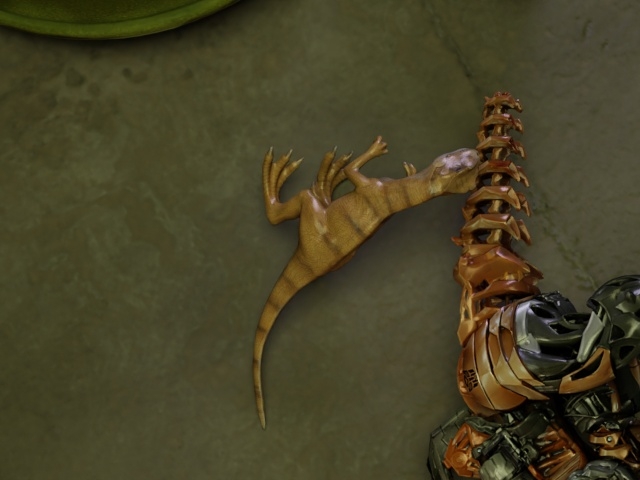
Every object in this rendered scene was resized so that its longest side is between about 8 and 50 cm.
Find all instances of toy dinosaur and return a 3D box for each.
[{"bbox_3d":[0.154,0.074,1.129,0.218,0.164,0.322,-19,101,15],"label":"toy dinosaur"},{"bbox_3d":[0.000,0.000,1.175,0.211,0.064,0.112,-44,46,20],"label":"toy dinosaur"}]

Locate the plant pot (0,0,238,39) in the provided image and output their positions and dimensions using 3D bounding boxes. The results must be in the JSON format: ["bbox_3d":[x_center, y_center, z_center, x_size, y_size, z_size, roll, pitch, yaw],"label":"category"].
[{"bbox_3d":[-0.159,-0.343,1.087,0.366,0.353,0.366,-2,76,8],"label":"plant pot"}]
